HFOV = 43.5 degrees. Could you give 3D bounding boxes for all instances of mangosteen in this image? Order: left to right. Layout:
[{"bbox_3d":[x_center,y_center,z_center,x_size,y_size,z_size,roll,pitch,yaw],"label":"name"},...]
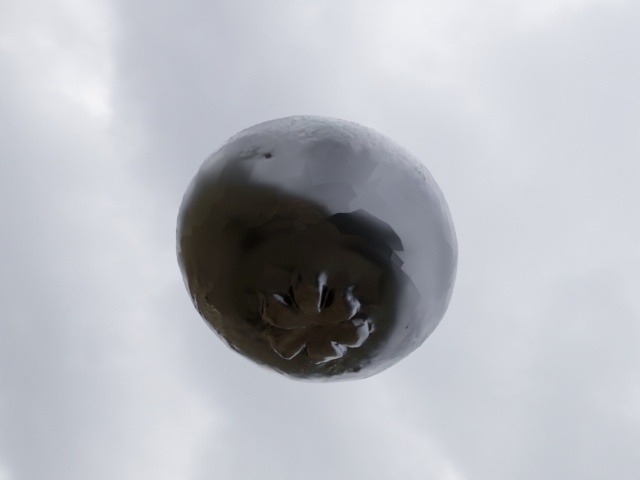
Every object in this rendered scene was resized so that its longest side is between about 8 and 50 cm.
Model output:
[{"bbox_3d":[0.000,0.000,0.638,0.243,0.243,0.243,26,-52,39],"label":"mangosteen"}]
